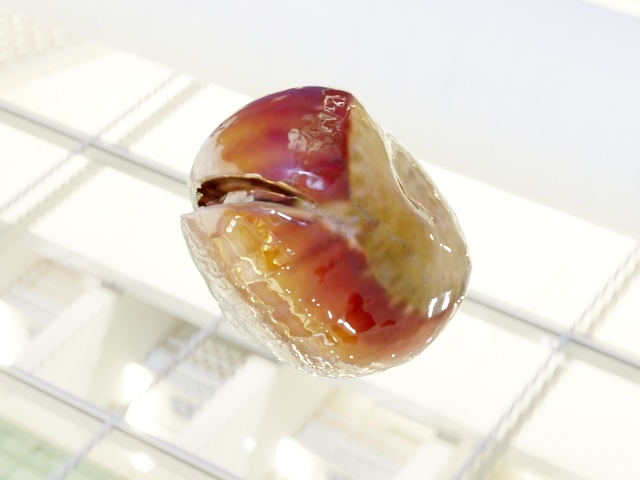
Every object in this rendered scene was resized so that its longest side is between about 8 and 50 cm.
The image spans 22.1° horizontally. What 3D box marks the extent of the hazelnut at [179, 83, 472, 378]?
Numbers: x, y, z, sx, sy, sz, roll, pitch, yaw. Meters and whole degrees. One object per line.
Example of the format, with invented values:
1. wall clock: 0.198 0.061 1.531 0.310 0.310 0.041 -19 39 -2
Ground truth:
1. hazelnut: 0.000 0.000 2.176 0.359 0.409 0.359 -42 11 10
